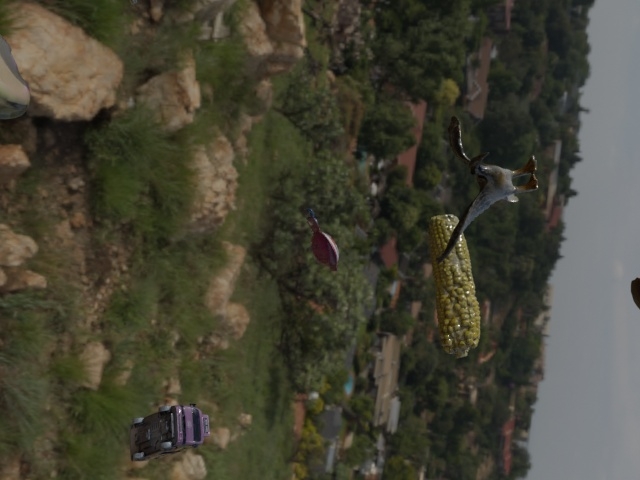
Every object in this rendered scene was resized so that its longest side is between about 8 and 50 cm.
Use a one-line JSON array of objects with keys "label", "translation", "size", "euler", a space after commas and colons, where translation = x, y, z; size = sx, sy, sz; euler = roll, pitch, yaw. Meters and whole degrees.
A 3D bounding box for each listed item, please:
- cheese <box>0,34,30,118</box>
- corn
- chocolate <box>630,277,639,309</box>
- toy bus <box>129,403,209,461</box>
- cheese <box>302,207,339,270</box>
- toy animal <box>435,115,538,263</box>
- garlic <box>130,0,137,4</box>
[{"label": "cheese", "translation": [-0.649, -0.371, 1.297], "size": [0.163, 0.082, 0.286], "euler": [-2, 71, -81]}, {"label": "corn", "translation": [0.268, 0.090, 1.374], "size": [0.086, 0.086, 0.288], "euler": [20, 62, -71]}, {"label": "chocolate", "translation": [0.588, 0.084, 1.133], "size": [0.133, 0.124, 0.127], "euler": [-21, -134, 60]}, {"label": "toy bus", "translation": [-0.307, 0.386, 1.374], "size": [0.098, 0.178, 0.087], "euler": [16, 56, -41]}, {"label": "cheese", "translation": [0.000, 0.000, 1.437], "size": [0.038, 0.095, 0.145], "euler": [-28, 98, -22]}, {"label": "toy animal", "translation": [0.282, -0.115, 1.145], "size": [0.197, 0.160, 0.273], "euler": [116, -27, -70]}, {"label": "garlic", "translation": [-0.320, -0.529, 1.256], "size": [0.131, 0.127, 0.194], "euler": [-36, 148, -74]}]
